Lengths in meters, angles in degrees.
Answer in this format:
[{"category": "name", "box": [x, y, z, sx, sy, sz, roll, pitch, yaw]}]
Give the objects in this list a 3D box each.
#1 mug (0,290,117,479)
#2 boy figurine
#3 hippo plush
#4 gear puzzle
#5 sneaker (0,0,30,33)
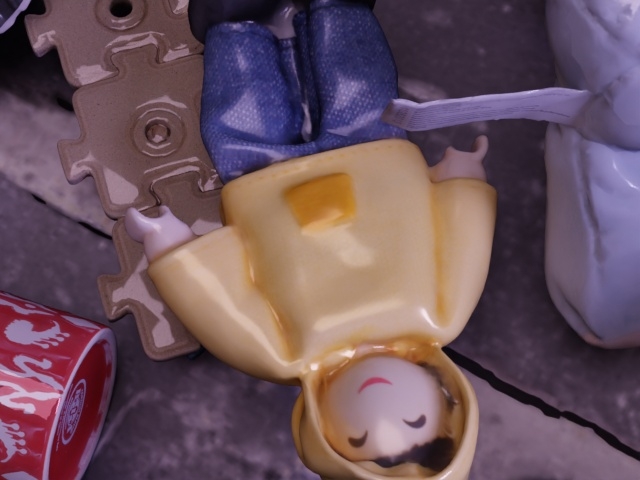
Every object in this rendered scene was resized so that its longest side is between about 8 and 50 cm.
[{"category": "mug", "box": [-0.197, 0.078, 0.589, 0.169, 0.150, 0.113, 14, 37, 6]}, {"category": "boy figurine", "box": [0.000, 0.000, 0.545, 0.177, 0.092, 0.285, -7, 67, -9]}, {"category": "hippo plush", "box": [0.168, -0.101, 0.571, 0.294, 0.234, 0.236, 9, 40, -8]}, {"category": "gear puzzle", "box": [-0.066, -0.101, 0.653, 0.176, 0.044, 0.338, -17, 71, -7]}, {"category": "sneaker", "box": [-0.275, -0.128, 0.668, 0.272, 0.100, 0.108, -19, 28, 10]}]
